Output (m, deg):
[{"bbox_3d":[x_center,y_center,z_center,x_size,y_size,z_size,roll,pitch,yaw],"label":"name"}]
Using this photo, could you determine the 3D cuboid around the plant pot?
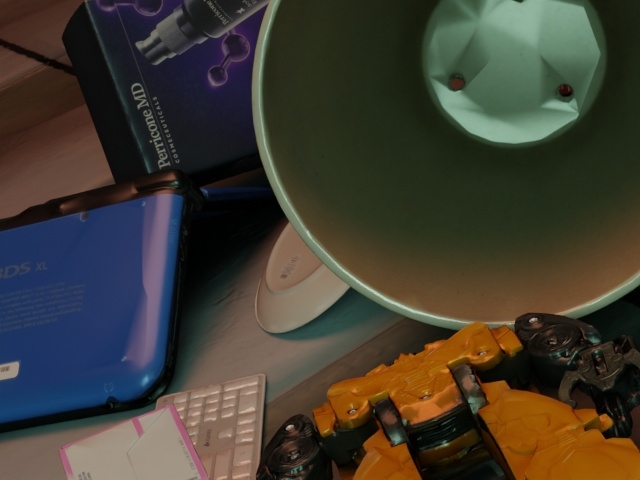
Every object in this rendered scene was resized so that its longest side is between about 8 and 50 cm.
[{"bbox_3d":[0.112,-0.100,1.046,0.256,0.256,0.274,-18,7,12],"label":"plant pot"}]

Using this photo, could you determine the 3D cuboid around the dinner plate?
[{"bbox_3d":[0.000,0.000,1.164,0.141,0.017,0.141,-42,25,25],"label":"dinner plate"}]

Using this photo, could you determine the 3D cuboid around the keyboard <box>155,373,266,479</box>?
[{"bbox_3d":[-0.069,0.146,0.985,0.072,0.014,0.256,-19,23,9],"label":"keyboard"}]

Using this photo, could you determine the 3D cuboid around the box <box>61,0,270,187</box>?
[{"bbox_3d":[-0.075,-0.130,1.350,0.207,0.153,0.108,-21,-3,-19],"label":"box"}]

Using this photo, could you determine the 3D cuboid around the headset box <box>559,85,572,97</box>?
[{"bbox_3d":[0.207,-0.125,1.273,0.083,0.032,0.062,-8,-1,30],"label":"headset box"}]

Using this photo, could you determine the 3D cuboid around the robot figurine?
[{"bbox_3d":[0.075,0.132,0.790,0.211,0.085,0.291,-23,23,-1],"label":"robot figurine"}]

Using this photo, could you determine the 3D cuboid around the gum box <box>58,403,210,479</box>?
[{"bbox_3d":[-0.060,0.168,0.788,0.062,0.107,0.188,-21,25,-8],"label":"gum box"}]

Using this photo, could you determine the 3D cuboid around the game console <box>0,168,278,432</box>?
[{"bbox_3d":[-0.189,0.055,1.284,0.293,0.173,0.250,-12,56,25],"label":"game console"}]

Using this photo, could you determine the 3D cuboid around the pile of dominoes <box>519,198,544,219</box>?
[{"bbox_3d":[0.147,-0.039,1.195,0.251,0.040,0.196,-9,25,11],"label":"pile of dominoes"}]
